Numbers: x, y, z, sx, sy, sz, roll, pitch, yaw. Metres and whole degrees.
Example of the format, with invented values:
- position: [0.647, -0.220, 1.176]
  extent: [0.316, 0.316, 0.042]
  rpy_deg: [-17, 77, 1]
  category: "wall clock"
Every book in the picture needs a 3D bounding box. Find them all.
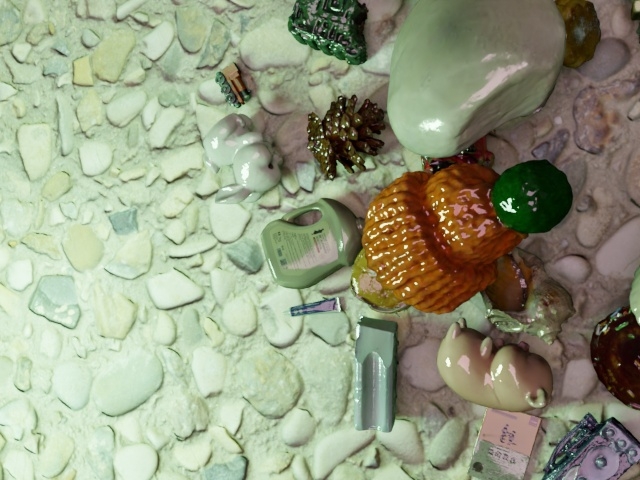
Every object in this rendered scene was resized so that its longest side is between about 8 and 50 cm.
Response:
- position: [0.396, 0.445, 1.707]
  extent: [0.118, 0.012, 0.172]
  rpy_deg: [17, 95, 16]
  category: "book"

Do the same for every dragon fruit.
- position: [0.291, -0.200, 1.668]
  extent: [0.160, 0.166, 0.172]
  rpy_deg: [15, 71, -21]
  category: "dragon fruit"

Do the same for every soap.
- position: [0.123, 0.286, 1.728]
  extent: [0.091, 0.145, 0.230]
  rpy_deg: [2, 95, 8]
  category: "soap"

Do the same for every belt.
- position: [0.539, 0.453, 1.607]
  extent: [0.128, 0.122, 0.218]
  rpy_deg: [43, 95, 14]
  category: "belt"

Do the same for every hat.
- position: [0.261, -0.048, 1.493]
  extent: [0.285, 0.285, 0.400]
  rpy_deg: [55, 141, 10]
  category: "hat"

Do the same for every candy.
- position: [0.286, -0.385, 1.578]
  extent: [0.386, 0.186, 0.427]
  rpy_deg: [-26, 46, 27]
  category: "candy"

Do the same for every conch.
- position: [0.414, 0.110, 1.629]
  extent: [0.163, 0.178, 0.245]
  rpy_deg: [-46, 45, 42]
  category: "conch"

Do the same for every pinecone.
- position: [0.055, -0.230, 1.738]
  extent: [0.195, 0.150, 0.179]
  rpy_deg: [-40, 50, 15]
  category: "pinecone"

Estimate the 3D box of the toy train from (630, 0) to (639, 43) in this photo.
- position: [0.772, -0.458, 1.532]
  extent: [0.369, 0.150, 0.237]
  rpy_deg: [0, 96, 19]
  category: "toy train"

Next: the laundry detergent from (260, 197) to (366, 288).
- position: [0.000, 0.000, 1.789]
  extent: [0.253, 0.091, 0.181]
  rpy_deg: [-22, 78, 16]
  category: "laundry detergent"

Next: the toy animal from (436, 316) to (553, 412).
- position: [0.362, 0.272, 1.643]
  extent: [0.250, 0.166, 0.154]
  rpy_deg: [21, 105, 22]
  category: "toy animal"

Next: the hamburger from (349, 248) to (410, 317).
- position: [0.154, 0.079, 1.739]
  extent: [0.177, 0.113, 0.185]
  rpy_deg: [-13, 94, 11]
  category: "hamburger"

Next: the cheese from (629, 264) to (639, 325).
- position: [0.737, 0.092, 1.431]
  extent: [0.292, 0.332, 0.153]
  rpy_deg: [44, 145, 19]
  category: "cheese"

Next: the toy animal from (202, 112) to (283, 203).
- position: [-0.187, -0.185, 1.828]
  extent: [0.178, 0.127, 0.193]
  rpy_deg: [-34, 82, 16]
  category: "toy animal"

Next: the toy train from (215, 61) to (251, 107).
- position: [-0.206, -0.366, 1.880]
  extent: [0.064, 0.044, 0.103]
  rpy_deg: [-30, 81, 4]
  category: "toy train"

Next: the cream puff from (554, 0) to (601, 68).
- position: [0.500, -0.432, 1.629]
  extent: [0.116, 0.146, 0.146]
  rpy_deg: [19, 97, 55]
  category: "cream puff"

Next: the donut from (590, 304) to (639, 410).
- position: [0.657, 0.224, 1.558]
  extent: [0.235, 0.089, 0.235]
  rpy_deg: [13, 113, 32]
  category: "donut"

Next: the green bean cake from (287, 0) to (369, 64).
- position: [0.042, -0.521, 1.771]
  extent: [0.193, 0.107, 0.208]
  rpy_deg: [24, 95, 17]
  category: "green bean cake"

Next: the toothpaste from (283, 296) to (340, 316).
- position: [-0.021, 0.159, 1.832]
  extent: [0.140, 0.021, 0.037]
  rpy_deg: [-10, 86, 15]
  category: "toothpaste"
